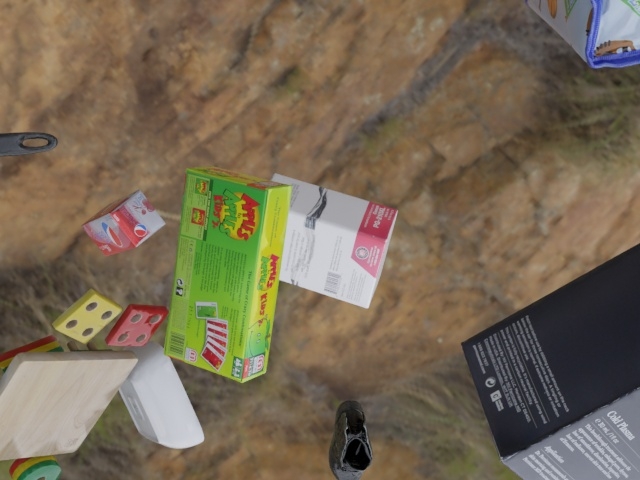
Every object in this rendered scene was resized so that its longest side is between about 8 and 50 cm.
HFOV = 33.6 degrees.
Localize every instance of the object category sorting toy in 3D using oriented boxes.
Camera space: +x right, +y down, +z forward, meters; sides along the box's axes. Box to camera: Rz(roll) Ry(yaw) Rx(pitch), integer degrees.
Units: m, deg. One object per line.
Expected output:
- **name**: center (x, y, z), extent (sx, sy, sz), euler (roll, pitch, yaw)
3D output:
- **sorting toy**: center (-0.255, 0.135, 0.984), extent (0.132, 0.046, 0.274), euler (5, 128, -51)

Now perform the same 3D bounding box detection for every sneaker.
- **sneaker**: center (0.041, 0.283, 1.417), extent (0.051, 0.089, 0.170), euler (-2, 120, -6)

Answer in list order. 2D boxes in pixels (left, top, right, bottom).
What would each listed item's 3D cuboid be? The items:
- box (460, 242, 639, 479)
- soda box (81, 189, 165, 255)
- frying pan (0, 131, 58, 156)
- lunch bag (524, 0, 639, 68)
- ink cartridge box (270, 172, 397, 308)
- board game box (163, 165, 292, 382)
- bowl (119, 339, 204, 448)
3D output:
- **box**: center (0.401, 0.192, 1.297), extent (0.312, 0.179, 0.343), euler (-31, 134, 17)
- **soda box**: center (-0.414, -0.033, 2.211), extent (0.083, 0.092, 0.263), euler (-42, -168, -22)
- **frying pan**: center (-0.518, -0.134, 1.326), extent (0.326, 0.197, 0.053), euler (-33, -168, -30)
- **lunch bag**: center (0.453, -0.369, 1.236), extent (0.385, 0.328, 0.239), euler (-8, 118, 1)
- **ink cartridge box**: center (0.000, 0.000, 1.904), extent (0.100, 0.237, 0.172), euler (-66, 171, -48)
- **board game box**: center (-0.087, 0.029, 0.983), extent (0.043, 0.092, 0.181), euler (-14, 116, -60)
- **bowl**: center (-0.211, 0.199, 1.340), extent (0.053, 0.142, 0.142), euler (-28, -168, -25)
